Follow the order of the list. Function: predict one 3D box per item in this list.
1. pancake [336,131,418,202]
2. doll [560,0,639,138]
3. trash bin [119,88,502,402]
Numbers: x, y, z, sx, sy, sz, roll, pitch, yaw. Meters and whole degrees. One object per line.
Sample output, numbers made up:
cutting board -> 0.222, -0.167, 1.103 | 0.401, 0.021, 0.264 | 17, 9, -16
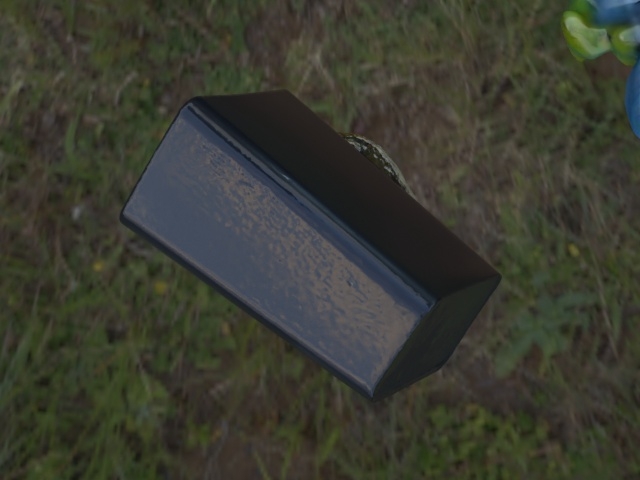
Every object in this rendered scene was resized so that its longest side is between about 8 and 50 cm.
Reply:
pancake -> 0.014, -0.006, 1.299 | 0.158, 0.028, 0.158 | 1, 92, 26
doll -> 0.265, -0.185, 0.907 | 0.341, 0.346, 0.099 | -56, 149, -12
trash bin -> 0.000, 0.000, 1.201 | 0.225, 0.165, 0.115 | 37, 110, 17
